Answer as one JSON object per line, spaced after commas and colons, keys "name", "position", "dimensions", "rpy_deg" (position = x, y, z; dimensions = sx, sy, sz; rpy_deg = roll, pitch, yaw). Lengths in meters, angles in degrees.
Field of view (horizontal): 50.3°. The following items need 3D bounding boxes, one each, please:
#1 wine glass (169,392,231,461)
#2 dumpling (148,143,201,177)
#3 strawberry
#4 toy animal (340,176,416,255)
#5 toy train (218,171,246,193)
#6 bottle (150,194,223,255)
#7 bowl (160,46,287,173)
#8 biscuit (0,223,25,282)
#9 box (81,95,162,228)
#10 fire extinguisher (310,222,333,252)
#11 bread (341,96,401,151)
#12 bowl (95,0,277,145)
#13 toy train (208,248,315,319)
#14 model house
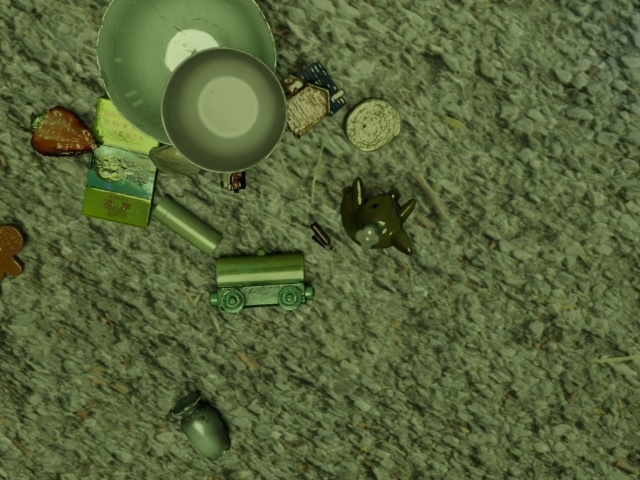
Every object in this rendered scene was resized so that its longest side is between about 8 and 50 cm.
{"name": "wine glass", "position": [-0.360, 0.569, 2.082], "dimensions": [0.111, 0.111, 0.204], "rpy_deg": [-31, 101, 8]}
{"name": "dumpling", "position": [-0.387, -0.231, 1.824], "dimensions": [0.150, 0.176, 0.093], "rpy_deg": [8, 83, -28]}
{"name": "strawberry", "position": [-0.694, -0.285, 1.830], "dimensions": [0.192, 0.085, 0.141], "rpy_deg": [-11, 88, -1]}
{"name": "toy animal", "position": [0.157, -0.061, 1.795], "dimensions": [0.181, 0.363, 0.181], "rpy_deg": [14, 91, -9]}
{"name": "toy train", "position": [-0.242, -0.253, 1.872], "dimensions": [0.085, 0.053, 0.250], "rpy_deg": [4, 107, 6]}
{"name": "bottle", "position": [-0.376, -0.042, 1.920], "dimensions": [0.201, 0.072, 0.072], "rpy_deg": [37, 102, -11]}
{"name": "bowl", "position": [-0.219, -0.309, 1.603], "dimensions": [0.286, 0.144, 0.287], "rpy_deg": [0, 107, -1]}
{"name": "biscuit", "position": [-0.930, 0.053, 1.952], "dimensions": [0.165, 0.036, 0.250], "rpy_deg": [36, 106, -12]}
{"name": "box", "position": [-0.540, -0.211, 1.878], "dimensions": [0.186, 0.047, 0.335], "rpy_deg": [12, 107, -6]}
{"name": "fire extinguisher", "position": [0.004, -0.002, 1.956], "dimensions": [0.032, 0.046, 0.100], "rpy_deg": [-33, 104, 21]}
{"name": "bread", "position": [0.134, -0.312, 1.818], "dimensions": [0.148, 0.141, 0.134], "rpy_deg": [-23, 102, 4]}
{"name": "bowl", "position": [-0.325, -0.463, 1.730], "dimensions": [0.434, 0.196, 0.435], "rpy_deg": [-1, 107, -2]}
{"name": "toy train", "position": [-0.171, 0.124, 1.967], "dimensions": [0.307, 0.126, 0.190], "rpy_deg": [-4, 75, 0]}
{"name": "model house", "position": [-0.029, -0.373, 1.772], "dimensions": [0.172, 0.183, 0.167], "rpy_deg": [-30, 107, 9]}
